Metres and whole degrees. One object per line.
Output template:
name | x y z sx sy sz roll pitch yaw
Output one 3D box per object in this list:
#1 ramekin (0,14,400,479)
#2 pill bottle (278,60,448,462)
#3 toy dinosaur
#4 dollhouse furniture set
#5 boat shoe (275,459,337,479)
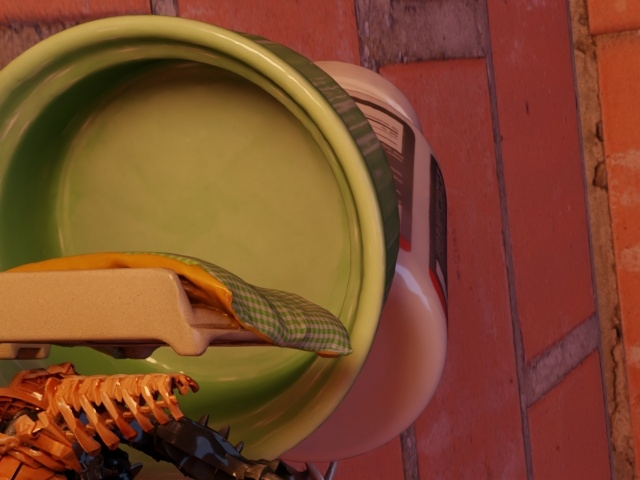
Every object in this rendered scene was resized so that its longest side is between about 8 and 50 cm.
ramekin | -0.090 -0.002 1.204 0.148 0.303 0.303 -35 118 -73
pill bottle | 0.000 0.000 1.470 0.363 0.210 0.210 -82 159 -62
toy dinosaur | -0.141 0.148 1.032 0.164 0.218 0.322 -60 -170 -11
dollhouse furniture set | -0.153 -0.008 1.025 0.197 0.301 0.151 9 80 -65
boat shoe | -0.032 0.225 1.478 0.367 0.156 0.136 59 34 -49
